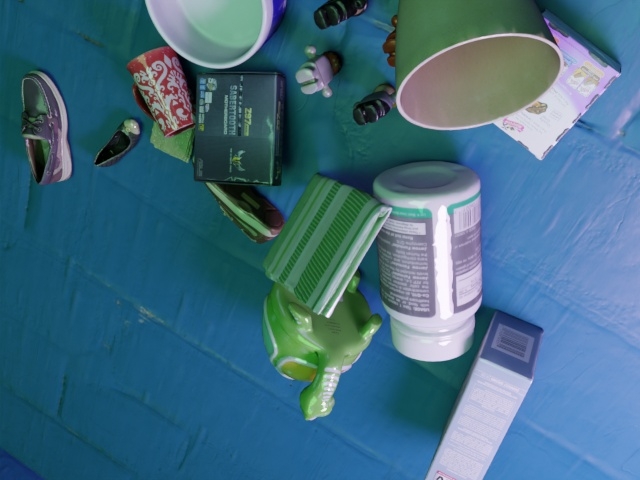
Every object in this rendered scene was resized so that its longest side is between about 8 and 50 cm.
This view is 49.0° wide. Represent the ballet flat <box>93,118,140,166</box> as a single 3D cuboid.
[{"bbox_3d":[-0.485,-0.228,1.682,0.057,0.049,0.173,47,125,-4],"label":"ballet flat"}]

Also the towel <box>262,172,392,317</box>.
[{"bbox_3d":[0.000,0.000,1.376,0.038,0.325,0.247,30,90,-26],"label":"towel"}]

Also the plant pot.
[{"bbox_3d":[0.228,-0.361,1.131,0.257,0.257,0.273,-22,64,33],"label":"plant pot"}]

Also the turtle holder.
[{"bbox_3d":[-0.002,0.212,1.528,0.320,0.244,0.227,52,132,28],"label":"turtle holder"}]

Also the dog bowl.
[{"bbox_3d":[-0.204,-0.477,1.359,0.265,0.104,0.264,13,129,17],"label":"dog bowl"}]

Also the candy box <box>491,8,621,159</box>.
[{"bbox_3d":[0.387,-0.269,1.221,0.165,0.070,0.196,39,125,3],"label":"candy box"}]

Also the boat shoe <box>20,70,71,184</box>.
[{"bbox_3d":[-0.690,-0.271,1.734,0.103,0.092,0.285,12,119,21],"label":"boat shoe"}]

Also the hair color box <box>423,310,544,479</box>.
[{"bbox_3d":[0.345,0.357,1.493,0.114,0.185,0.374,23,123,13],"label":"hair color box"}]

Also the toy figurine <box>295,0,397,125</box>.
[{"bbox_3d":[0.077,-0.342,1.298,0.213,0.148,0.209,28,130,8],"label":"toy figurine"}]

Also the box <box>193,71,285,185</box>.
[{"bbox_3d":[-0.169,-0.233,1.466,0.184,0.059,0.232,5,97,17],"label":"box"}]

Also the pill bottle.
[{"bbox_3d":[0.214,0.043,1.384,0.204,0.204,0.360,6,117,24],"label":"pill bottle"}]

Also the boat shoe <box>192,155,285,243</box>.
[{"bbox_3d":[-0.202,-0.091,1.591,0.257,0.095,0.095,47,134,-1],"label":"boat shoe"}]

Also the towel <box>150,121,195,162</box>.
[{"bbox_3d":[-0.333,-0.260,1.606,0.110,0.027,0.148,27,124,12],"label":"towel"}]

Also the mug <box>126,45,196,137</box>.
[{"bbox_3d":[-0.333,-0.314,1.523,0.169,0.113,0.150,65,162,-4],"label":"mug"}]
